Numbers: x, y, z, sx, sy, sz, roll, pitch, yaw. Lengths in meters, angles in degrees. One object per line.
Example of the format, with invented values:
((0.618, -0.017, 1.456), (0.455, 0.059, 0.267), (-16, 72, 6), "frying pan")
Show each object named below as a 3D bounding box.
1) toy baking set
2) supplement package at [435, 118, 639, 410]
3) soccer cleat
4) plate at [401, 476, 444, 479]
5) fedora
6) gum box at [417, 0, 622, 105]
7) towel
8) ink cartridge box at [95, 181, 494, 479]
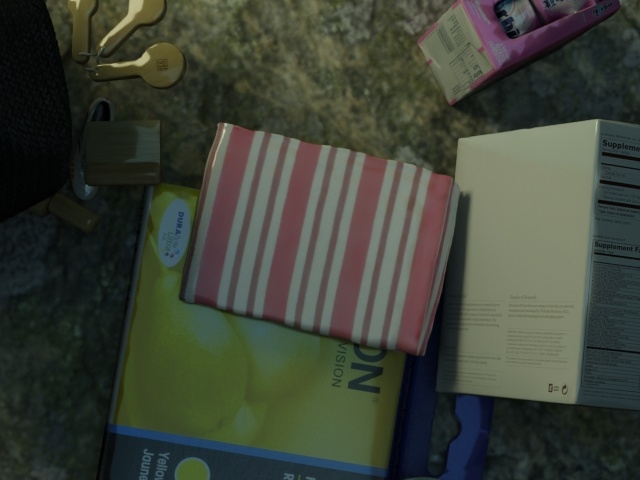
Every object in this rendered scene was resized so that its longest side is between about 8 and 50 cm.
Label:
((-0.218, -0.127, 1.414), (0.256, 0.030, 0.197), (24, 85, 13), "toy baking set")
((0.205, 0.025, 1.376), (0.149, 0.194, 0.203), (8, 85, -27), "supplement package")
((-0.178, -0.073, 1.426), (0.029, 0.035, 0.083), (14, 84, -7), "soccer cleat")
((0.079, 0.278, 1.403), (0.188, 0.024, 0.188), (-1, 91, -35), "plate")
((-0.274, -0.121, 1.300), (0.152, 0.334, 0.334), (-17, 89, -24), "fedora")
((0.150, -0.166, 1.400), (0.107, 0.188, 0.062), (-27, 90, -8), "gum box")
((0.000, 0.000, 1.389), (0.197, 0.029, 0.144), (13, 80, -4), "towel")
((-0.010, 0.129, 1.421), (0.307, 0.072, 0.304), (9, 84, -5), "ink cartridge box")
